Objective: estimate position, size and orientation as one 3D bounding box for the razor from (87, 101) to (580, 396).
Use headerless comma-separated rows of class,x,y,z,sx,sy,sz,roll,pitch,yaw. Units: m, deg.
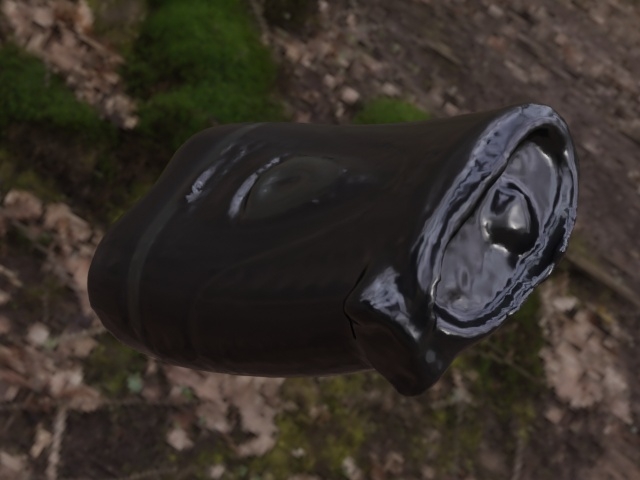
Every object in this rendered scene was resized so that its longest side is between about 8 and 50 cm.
razor,0.000,0.001,0.859,0.349,0.204,0.113,2,-47,49
